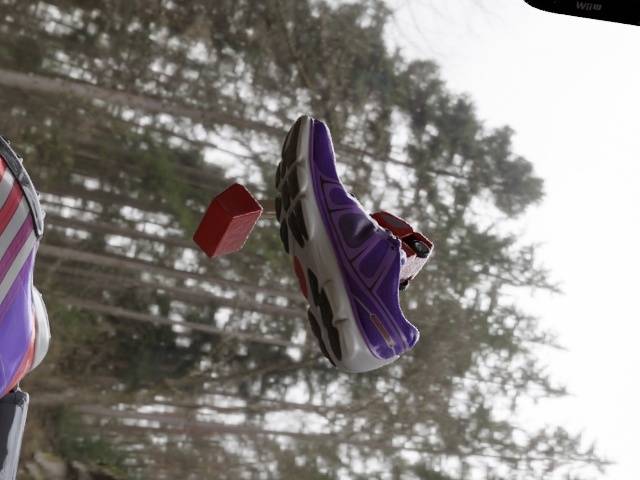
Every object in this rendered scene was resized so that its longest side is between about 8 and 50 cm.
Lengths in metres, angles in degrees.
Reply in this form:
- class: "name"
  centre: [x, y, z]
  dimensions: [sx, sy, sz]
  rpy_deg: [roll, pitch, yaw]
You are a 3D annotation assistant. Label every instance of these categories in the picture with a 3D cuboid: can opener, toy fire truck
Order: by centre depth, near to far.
- class: "toy fire truck"
  centre: [0.000, 0.000, 0.839]
  dimensions: [0.135, 0.192, 0.047]
  rpy_deg: [42, -58, 18]
- class: "can opener"
  centre: [-0.366, 0.176, 1.043]
  dimensions: [0.076, 0.095, 0.283]
  rpy_deg: [2, -99, 43]

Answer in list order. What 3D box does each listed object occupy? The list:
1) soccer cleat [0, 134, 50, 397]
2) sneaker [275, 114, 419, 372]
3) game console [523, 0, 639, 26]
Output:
- class: "soccer cleat"
  centre: [-0.307, 0.030, 0.848]
  dimensions: [0.116, 0.108, 0.318]
  rpy_deg: [-57, 161, -44]
- class: "sneaker"
  centre: [0.016, 0.000, 0.634]
  dimensions: [0.068, 0.071, 0.170]
  rpy_deg: [134, -59, -68]
- class: "game console"
  centre: [0.299, -0.153, 0.606]
  dimensions: [0.044, 0.361, 0.213]
  rpy_deg: [-71, 170, -60]
